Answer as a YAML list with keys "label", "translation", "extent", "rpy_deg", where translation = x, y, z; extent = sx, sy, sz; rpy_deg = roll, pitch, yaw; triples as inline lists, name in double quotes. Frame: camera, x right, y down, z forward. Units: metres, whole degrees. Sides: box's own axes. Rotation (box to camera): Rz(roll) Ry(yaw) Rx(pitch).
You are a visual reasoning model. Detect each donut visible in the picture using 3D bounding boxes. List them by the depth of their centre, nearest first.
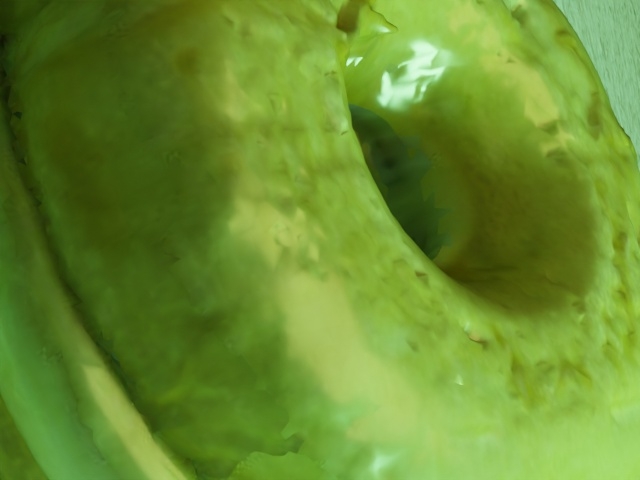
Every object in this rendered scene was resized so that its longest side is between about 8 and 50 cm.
- label: "donut"
  translation: [0.000, 0.000, 0.802]
  extent: [0.449, 0.198, 0.449]
  rpy_deg: [33, 42, -35]
